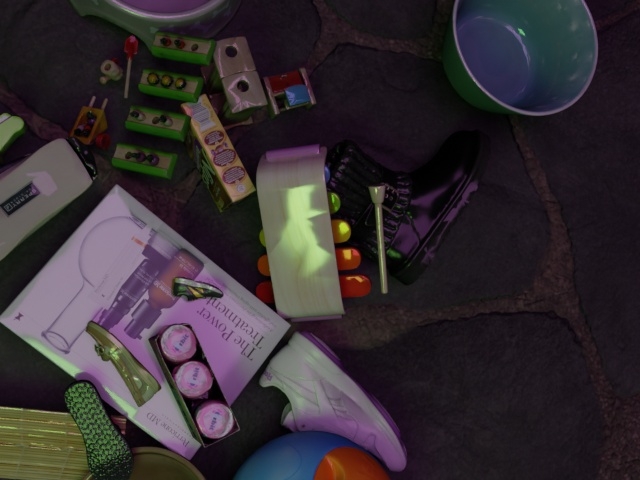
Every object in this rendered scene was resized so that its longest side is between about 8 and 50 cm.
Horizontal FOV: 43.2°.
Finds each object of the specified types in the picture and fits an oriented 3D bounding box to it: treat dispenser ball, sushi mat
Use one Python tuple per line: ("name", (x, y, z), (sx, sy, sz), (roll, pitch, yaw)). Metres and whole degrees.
("treat dispenser ball", (-0.014, 0.448, 1.279), (0.288, 0.288, 0.288), (3, 82, -18))
("sushi mat", (-0.465, 0.314, 1.250), (0.317, 0.019, 0.151), (9, 116, -16))

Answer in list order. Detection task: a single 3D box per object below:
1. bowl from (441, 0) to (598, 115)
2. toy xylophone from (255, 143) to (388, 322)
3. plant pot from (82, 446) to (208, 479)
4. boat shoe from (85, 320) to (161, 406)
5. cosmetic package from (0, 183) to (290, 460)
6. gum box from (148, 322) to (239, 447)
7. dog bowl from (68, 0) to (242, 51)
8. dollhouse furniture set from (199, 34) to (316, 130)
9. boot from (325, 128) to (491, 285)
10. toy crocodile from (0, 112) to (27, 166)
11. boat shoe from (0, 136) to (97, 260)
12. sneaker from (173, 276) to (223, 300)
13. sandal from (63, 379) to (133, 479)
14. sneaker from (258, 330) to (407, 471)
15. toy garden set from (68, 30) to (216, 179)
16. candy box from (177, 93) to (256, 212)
("bowl", (0.362, -0.374, 1.580), (0.312, 0.163, 0.311), (2, 82, -18))
("toy xylophone", (0.000, 0.000, 1.372), (0.236, 0.081, 0.322), (2, 106, 8))
("plant pot", (-0.268, 0.447, 1.270), (0.238, 0.109, 0.237), (-1, 73, 5))
("boat shoe", (-0.311, 0.188, 1.245), (0.048, 0.056, 0.153), (-44, 106, -17))
("cosmetic package", (-0.283, 0.136, 1.338), (0.377, 0.097, 0.284), (40, 76, -9))
("gum box", (-0.199, 0.214, 1.247), (0.062, 0.107, 0.188), (-25, 92, -18))
("dog bowl", (-0.290, -0.513, 1.422), (0.349, 0.102, 0.348), (3, 81, -18))
("dollhouse furniture set", (-0.102, -0.290, 1.435), (0.184, 0.129, 0.128), (-18, 88, -18))
("boot", (0.140, -0.118, 1.489), (0.260, 0.131, 0.348), (35, 74, -10))
("toy crocodile", (-0.601, -0.086, 1.256), (0.341, 0.115, 0.105), (-38, 99, -17))
("boat shoe", (-0.505, -0.031, 1.239), (0.341, 0.158, 0.127), (-36, 102, -28))
("sneaker", (-0.199, 0.083, 1.308), (0.083, 0.031, 0.035), (17, 90, -11))
("sandal", (-0.334, 0.293, 1.232), (0.067, 0.040, 0.179), (-22, 95, -10))
("sneaker", (0.022, 0.305, 1.419), (0.152, 0.114, 0.305), (-44, 93, -5))
("toy garden set", (-0.306, -0.241, 1.340), (0.204, 0.049, 0.244), (14, 82, 20))
("candy box", (-0.186, -0.148, 1.399), (0.053, 0.109, 0.186), (-30, 92, -20))
